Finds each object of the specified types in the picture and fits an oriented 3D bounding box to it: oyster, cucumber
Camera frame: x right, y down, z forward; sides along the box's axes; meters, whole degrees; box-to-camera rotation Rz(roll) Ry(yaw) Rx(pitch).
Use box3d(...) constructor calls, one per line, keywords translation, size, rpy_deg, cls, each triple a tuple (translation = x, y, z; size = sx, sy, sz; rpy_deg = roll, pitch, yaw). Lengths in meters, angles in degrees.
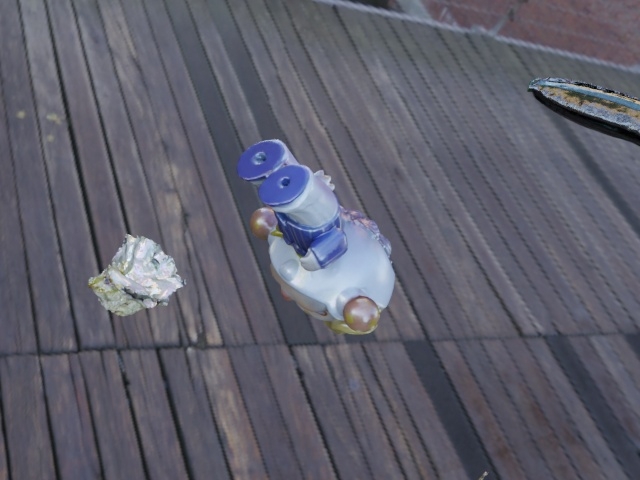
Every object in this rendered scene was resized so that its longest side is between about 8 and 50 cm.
box3d(translation=(-0.291, 0.064, 1.335), size=(0.133, 0.072, 0.209), rpy_deg=(53, 18, -18), cls="oyster")
box3d(translation=(0.237, -0.081, 0.607), size=(0.184, 0.036, 0.033), rpy_deg=(32, 19, 27), cls="cucumber")

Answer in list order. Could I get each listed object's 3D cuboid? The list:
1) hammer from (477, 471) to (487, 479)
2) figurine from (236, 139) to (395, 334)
box3d(translation=(0.258, 0.446, 1.472), size=(0.014, 0.123, 0.029), rpy_deg=(26, 30, -9), cls="hammer")
box3d(translation=(-0.007, -0.007, 0.894), size=(0.133, 0.274, 0.194), rpy_deg=(-42, 34, -10), cls="figurine")
